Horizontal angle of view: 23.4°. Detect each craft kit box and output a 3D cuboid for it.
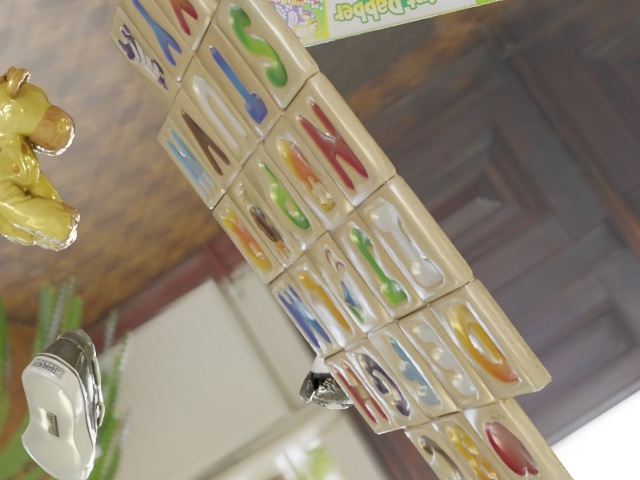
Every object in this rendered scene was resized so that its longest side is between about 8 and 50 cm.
[{"bbox_3d":[0.116,-0.205,1.085,0.250,0.061,0.246,-8,-162,35],"label":"craft kit box"}]

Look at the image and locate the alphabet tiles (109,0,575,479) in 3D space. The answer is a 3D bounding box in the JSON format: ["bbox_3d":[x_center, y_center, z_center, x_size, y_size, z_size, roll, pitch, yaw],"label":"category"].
[{"bbox_3d":[0.000,0.000,0.813,0.011,0.342,0.285,-37,179,-17],"label":"alphabet tiles"}]

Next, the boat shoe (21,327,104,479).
[{"bbox_3d":[-0.244,0.167,1.519,0.070,0.078,0.219,-55,167,-35],"label":"boat shoe"}]

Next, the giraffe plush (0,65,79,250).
[{"bbox_3d":[-0.352,-0.102,1.760,0.181,0.170,0.210,6,162,47],"label":"giraffe plush"}]

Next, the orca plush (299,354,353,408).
[{"bbox_3d":[0.063,0.103,1.651,0.151,0.102,0.287,-56,170,-50],"label":"orca plush"}]
